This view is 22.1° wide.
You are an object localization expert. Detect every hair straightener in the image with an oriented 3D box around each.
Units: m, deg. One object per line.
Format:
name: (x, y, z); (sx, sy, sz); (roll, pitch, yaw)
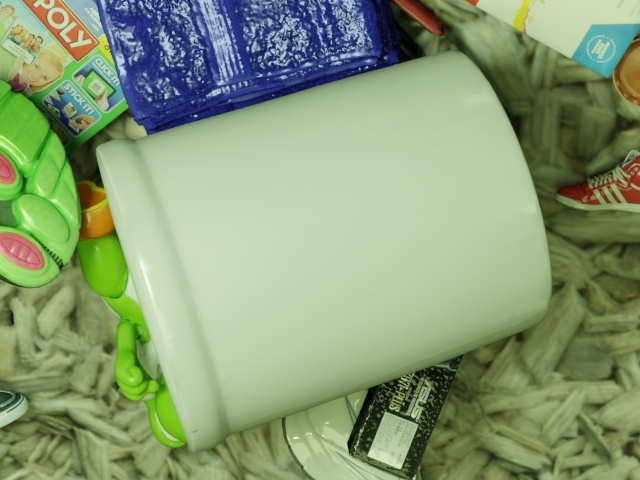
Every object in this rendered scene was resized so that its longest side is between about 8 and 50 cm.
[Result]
hair straightener: (0.022, -0.269, 1.778); (0.230, 0.047, 0.089); (38, 115, -7)

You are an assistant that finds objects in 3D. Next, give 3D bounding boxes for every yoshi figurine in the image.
yoshi figurine: (-0.172, 0.091, 1.902); (0.203, 0.203, 0.362); (-12, 115, 8)

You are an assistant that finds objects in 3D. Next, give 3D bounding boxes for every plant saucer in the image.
plant saucer: (0.359, -0.183, 1.774); (0.083, 0.013, 0.083); (4, 115, 8)

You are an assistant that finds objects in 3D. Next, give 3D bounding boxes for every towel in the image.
towel: (-0.085, -0.246, 1.745); (0.308, 0.076, 0.228); (-15, 103, 16)

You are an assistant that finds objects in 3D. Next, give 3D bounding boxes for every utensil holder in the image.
utensil holder: (0.000, 0.000, 1.676); (0.385, 0.327, 0.328); (-19, 111, -9)

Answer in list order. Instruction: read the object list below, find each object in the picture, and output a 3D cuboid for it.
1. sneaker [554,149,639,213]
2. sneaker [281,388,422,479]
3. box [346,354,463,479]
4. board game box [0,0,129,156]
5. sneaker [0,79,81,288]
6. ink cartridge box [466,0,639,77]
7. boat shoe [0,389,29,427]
sneaker: (0.322, -0.067, 1.818); (0.118, 0.042, 0.067); (3, 119, 1)
sneaker: (0.077, 0.297, 1.996); (0.129, 0.111, 0.297); (-32, 106, 15)
box: (0.099, 0.172, 1.874); (0.077, 0.147, 0.180); (22, 88, 0)
board game box: (-0.353, -0.247, 1.854); (0.213, 0.046, 0.317); (-35, 106, 23)
sneaker: (-0.448, -0.099, 1.838); (0.483, 0.185, 0.202); (37, 148, 21)
ink cartridge box: (0.235, -0.288, 1.714); (0.231, 0.078, 0.134); (28, 116, -2)
boat shoe: (-0.463, 0.198, 2.068); (0.183, 0.065, 0.083); (-9, 113, 15)
